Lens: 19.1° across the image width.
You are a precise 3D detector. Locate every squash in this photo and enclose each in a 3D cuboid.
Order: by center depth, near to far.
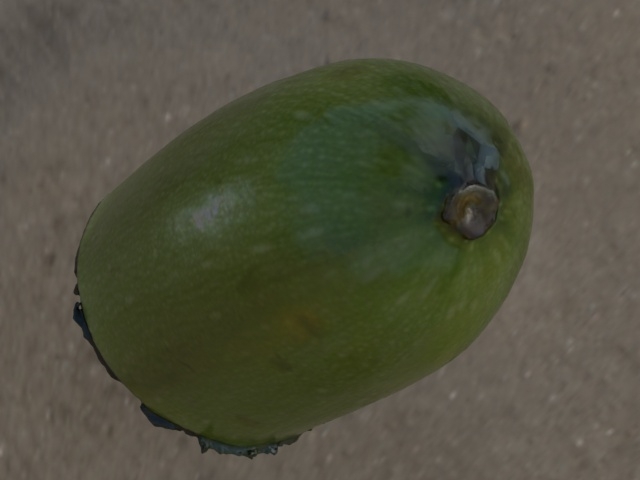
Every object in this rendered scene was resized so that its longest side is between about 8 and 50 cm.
[{"bbox_3d":[0.000,0.000,0.631,0.123,0.186,0.123,8,72,-25],"label":"squash"}]
